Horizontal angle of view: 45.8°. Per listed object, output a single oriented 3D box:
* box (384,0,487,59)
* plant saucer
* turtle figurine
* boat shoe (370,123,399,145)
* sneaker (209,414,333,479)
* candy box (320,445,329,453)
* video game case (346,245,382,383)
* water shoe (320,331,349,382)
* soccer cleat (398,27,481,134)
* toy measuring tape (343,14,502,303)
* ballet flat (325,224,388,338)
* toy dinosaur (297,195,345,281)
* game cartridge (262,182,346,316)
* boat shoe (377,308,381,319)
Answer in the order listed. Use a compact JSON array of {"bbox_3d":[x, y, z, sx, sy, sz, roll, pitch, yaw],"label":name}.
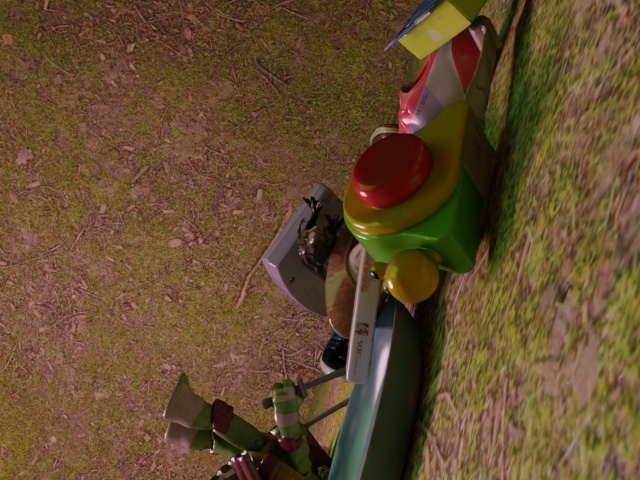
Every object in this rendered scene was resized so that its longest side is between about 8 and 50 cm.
[{"bbox_3d":[0.146,-0.258,0.761,0.178,0.042,0.109,-54,11,-17],"label":"box"},{"bbox_3d":[0.049,0.215,0.786,0.317,0.043,0.318,16,-90,-90],"label":"plant saucer"},{"bbox_3d":[-0.069,0.246,1.068,0.198,0.266,0.275,57,-128,-86],"label":"turtle figurine"},{"bbox_3d":[0.155,-0.174,1.659,0.257,0.095,0.095,74,-162,-78],"label":"boat shoe"},{"bbox_3d":[-0.068,0.388,1.142,0.281,0.162,0.106,-32,-23,-45],"label":"sneaker"},{"bbox_3d":[-0.047,0.525,1.524,0.165,0.070,0.196,-73,-2,-46],"label":"candy box"},{"bbox_3d":[0.057,0.015,0.840,0.227,0.026,0.207,-73,-10,-72],"label":"video game case"},{"bbox_3d":[0.046,0.196,1.455,0.203,0.072,0.080,-74,2,-71],"label":"water shoe"},{"bbox_3d":[0.121,-0.127,0.875,0.083,0.095,0.248,-73,-1,-64],"label":"soccer cleat"},{"bbox_3d":[0.091,-0.079,0.676,0.121,0.121,0.330,105,-179,-52],"label":"toy measuring tape"},{"bbox_3d":[0.096,-0.001,1.253,0.124,0.116,0.342,-44,19,49],"label":"ballet flat"},{"bbox_3d":[0.000,0.000,1.274,0.268,0.064,0.118,61,-143,-68],"label":"toy dinosaur"},{"bbox_3d":[0.011,0.036,1.434,0.198,0.062,0.297,-51,-35,-2],"label":"game cartridge"},{"bbox_3d":[0.077,0.139,1.108,0.046,0.038,0.125,60,-150,-23],"label":"boat shoe"}]
